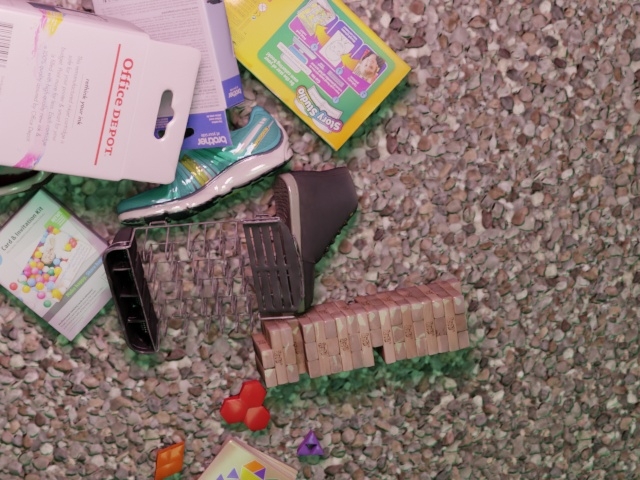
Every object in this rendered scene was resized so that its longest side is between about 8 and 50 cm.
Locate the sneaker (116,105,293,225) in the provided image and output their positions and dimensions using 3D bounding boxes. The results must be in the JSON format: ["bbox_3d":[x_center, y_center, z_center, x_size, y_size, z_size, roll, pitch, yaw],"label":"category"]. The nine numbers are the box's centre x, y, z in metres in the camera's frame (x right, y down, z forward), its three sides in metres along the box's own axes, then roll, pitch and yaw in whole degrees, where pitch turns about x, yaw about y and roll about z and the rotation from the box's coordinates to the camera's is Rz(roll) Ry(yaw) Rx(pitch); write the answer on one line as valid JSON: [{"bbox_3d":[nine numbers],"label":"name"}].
[{"bbox_3d":[-0.177,-0.102,1.829,0.275,0.107,0.110,-28,88,-9],"label":"sneaker"}]

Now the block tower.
[{"bbox_3d":[0.067,0.140,1.925,0.335,0.097,0.091,-11,106,-10],"label":"block tower"}]

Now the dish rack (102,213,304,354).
[{"bbox_3d":[-0.160,0.059,1.806,0.271,0.074,0.208,-4,130,5],"label":"dish rack"}]

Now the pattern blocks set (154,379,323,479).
[{"bbox_3d":[-0.137,0.406,1.978,0.325,0.026,0.285,-44,107,1],"label":"pattern blocks set"}]

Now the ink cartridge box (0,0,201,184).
[{"bbox_3d":[-0.354,-0.201,1.649,0.353,0.119,0.207,8,105,-26],"label":"ink cartridge box"}]

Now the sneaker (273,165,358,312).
[{"bbox_3d":[0.000,0.000,1.884,0.118,0.083,0.222,-11,114,-22],"label":"sneaker"}]

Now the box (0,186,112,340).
[{"bbox_3d":[-0.387,0.034,1.832,0.186,0.038,0.145,43,91,-17],"label":"box"}]

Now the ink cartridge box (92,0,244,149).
[{"bbox_3d":[-0.214,-0.280,1.735,0.186,0.065,0.311,-3,105,29],"label":"ink cartridge box"}]

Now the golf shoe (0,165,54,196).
[{"bbox_3d":[-0.504,-0.100,1.735,0.273,0.120,0.105,-10,106,-8],"label":"golf shoe"}]

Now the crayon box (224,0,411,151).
[{"bbox_3d":[-0.025,-0.282,1.811,0.278,0.081,0.165,42,92,-17],"label":"crayon box"}]
